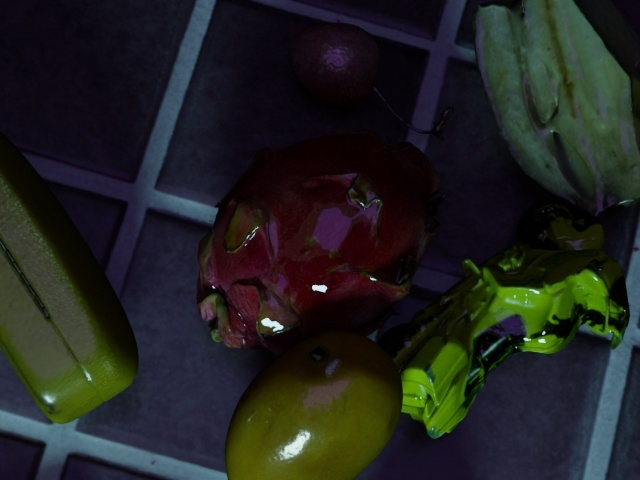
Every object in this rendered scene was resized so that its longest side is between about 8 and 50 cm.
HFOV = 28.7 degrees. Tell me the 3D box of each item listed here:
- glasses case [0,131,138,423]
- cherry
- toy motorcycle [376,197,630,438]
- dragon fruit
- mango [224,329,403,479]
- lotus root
[{"bbox_3d":[-0.335,0.025,1.418,0.141,0.173,0.371,-32,81,-11],"label":"glasses case"},{"bbox_3d":[0.064,-0.206,1.564,0.226,0.090,0.107,20,70,-9],"label":"cherry"},{"bbox_3d":[0.227,0.096,1.464,0.342,0.142,0.206,-39,43,-13],"label":"toy motorcycle"},{"bbox_3d":[0.004,-0.002,1.431,0.315,0.250,0.250,-13,76,-11],"label":"dragon fruit"},{"bbox_3d":[-0.017,0.209,1.364,0.176,0.139,0.254,21,113,-33],"label":"mango"},{"bbox_3d":[0.329,-0.183,1.560,0.210,0.142,0.314,-25,79,24],"label":"lotus root"}]
